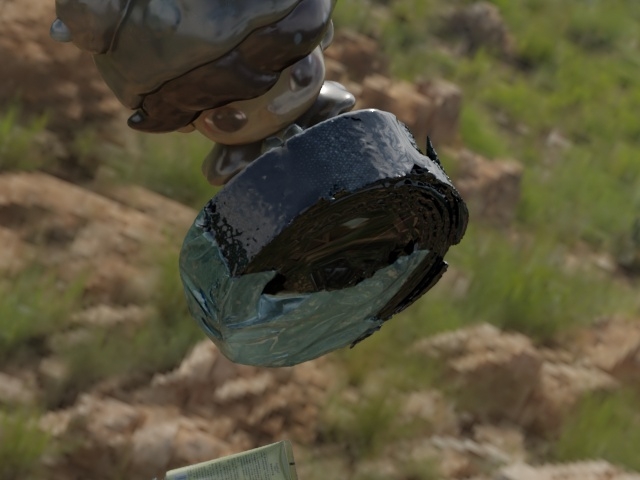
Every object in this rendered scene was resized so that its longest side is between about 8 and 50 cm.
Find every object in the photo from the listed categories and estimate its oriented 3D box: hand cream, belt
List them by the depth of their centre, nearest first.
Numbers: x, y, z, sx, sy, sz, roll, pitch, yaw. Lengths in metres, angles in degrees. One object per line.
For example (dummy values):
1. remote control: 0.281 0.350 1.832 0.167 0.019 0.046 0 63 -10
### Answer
1. belt: 0.000 0.000 0.889 0.058 0.140 0.105 55 -5 39
2. hand cream: -0.067 0.167 1.338 0.102 0.035 0.022 -12 0 0

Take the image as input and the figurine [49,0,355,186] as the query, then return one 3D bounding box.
1. figurine: -0.062 -0.150 1.638 0.380 0.248 0.203 59 3 -43
